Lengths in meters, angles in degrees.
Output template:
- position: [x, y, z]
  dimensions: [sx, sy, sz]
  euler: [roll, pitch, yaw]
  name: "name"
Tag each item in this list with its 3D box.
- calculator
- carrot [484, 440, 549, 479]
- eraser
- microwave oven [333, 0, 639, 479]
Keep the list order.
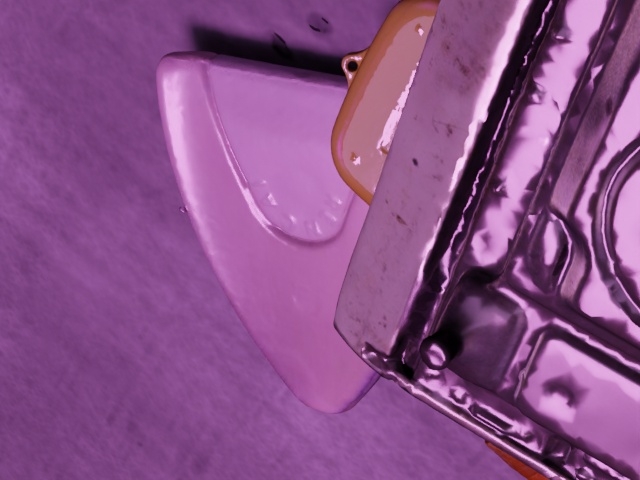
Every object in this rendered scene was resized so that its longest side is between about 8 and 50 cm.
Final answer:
- position: [0.111, -0.041, 1.086]
  dimensions: [0.236, 0.033, 0.157]
  euler: [31, 120, 10]
  name: "calculator"
- position: [0.199, 0.173, 1.230]
  dimensions: [0.210, 0.061, 0.061]
  euler: [42, 141, -3]
  name: "carrot"
- position: [0.000, -0.001, 1.231]
  dimensions: [0.204, 0.059, 0.243]
  euler: [13, 126, 29]
  name: "eraser"
- position: [0.216, -0.063, 0.809]
  dimensions: [0.333, 0.247, 0.394]
  euler: [32, 131, 16]
  name: "microwave oven"
